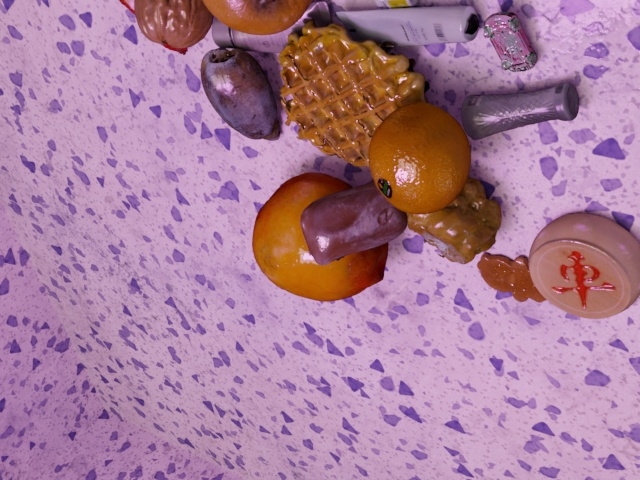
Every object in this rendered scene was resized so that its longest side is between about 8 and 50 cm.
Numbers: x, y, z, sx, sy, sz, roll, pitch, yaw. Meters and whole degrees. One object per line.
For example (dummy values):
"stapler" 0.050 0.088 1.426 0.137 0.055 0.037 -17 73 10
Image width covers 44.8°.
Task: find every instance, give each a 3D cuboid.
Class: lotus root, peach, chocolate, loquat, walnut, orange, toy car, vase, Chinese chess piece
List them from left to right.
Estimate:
"walnut" -0.346 -0.569 1.853 0.213 0.213 0.213 24 138 23
"lotus root" -0.188 -0.338 1.926 0.158 0.140 0.322 8 148 29
"loquat" -0.130 -0.563 1.616 0.263 0.263 0.263 24 138 23
"peach" 0.001 0.000 1.998 0.373 0.290 0.372 1 92 37
"chocolate" 0.085 -0.044 1.802 0.083 0.261 0.161 -151 38 -79
"orange" 0.208 -0.170 1.625 0.236 0.236 0.236 24 138 23
"toy car" 0.371 -0.388 1.506 0.069 0.055 0.142 -2 138 43
"vase" 0.404 -0.264 1.567 0.219 0.096 0.096 -4 123 40
"Chinese chess piece" 0.583 0.059 1.707 0.251 0.097 0.251 24 139 23

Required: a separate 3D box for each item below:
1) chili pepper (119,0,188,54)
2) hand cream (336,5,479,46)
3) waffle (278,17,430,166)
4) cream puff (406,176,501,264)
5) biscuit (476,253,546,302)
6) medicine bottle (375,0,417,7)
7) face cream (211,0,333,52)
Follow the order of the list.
"chili pepper" -0.463 -0.634 1.971 0.110 0.110 0.387 -5 127 44
"hand cream" 0.180 -0.442 1.615 0.321 0.067 0.109 8 151 39
"waffle" 0.070 -0.313 1.786 0.382 0.095 0.379 21 145 20
"cream puff" 0.316 -0.057 1.770 0.221 0.194 0.195 35 146 -24
"biscuit" 0.473 0.092 1.891 0.184 0.027 0.133 5 129 40
"medicine bottle" 0.156 -0.502 1.591 0.083 0.047 0.047 7 130 37
"face cream" -0.109 -0.488 1.813 0.314 0.089 0.143 9 137 28
